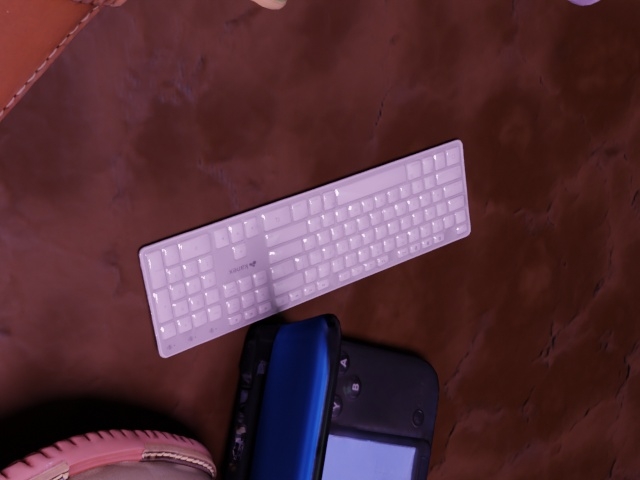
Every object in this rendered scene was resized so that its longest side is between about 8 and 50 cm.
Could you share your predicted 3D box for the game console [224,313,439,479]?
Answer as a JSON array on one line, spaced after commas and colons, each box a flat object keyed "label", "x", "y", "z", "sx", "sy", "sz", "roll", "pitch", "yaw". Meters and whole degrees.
[{"label": "game console", "x": 0.019, "y": 0.204, "z": 0.699, "sx": 0.250, "sy": 0.173, "sz": 0.293, "roll": 17, "pitch": 79, "yaw": -41}]

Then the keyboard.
[{"label": "keyboard", "x": 0.000, "y": 0.000, "z": 0.758, "sx": 0.256, "sy": 0.014, "sz": 0.072, "roll": -21, "pitch": 119, "yaw": -31}]

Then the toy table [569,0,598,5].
[{"label": "toy table", "x": 0.162, "y": -0.287, "z": 0.642, "sx": 0.161, "sy": 0.252, "sz": 0.274, "roll": -32, "pitch": 131, "yaw": -7}]

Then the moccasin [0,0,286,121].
[{"label": "moccasin", "x": -0.065, "y": -0.188, "z": 0.520, "sx": 0.380, "sy": 0.147, "sz": 0.139, "roll": -46, "pitch": 154, "yaw": -2}]

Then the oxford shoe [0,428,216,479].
[{"label": "oxford shoe", "x": -0.159, "y": 0.199, "z": 0.555, "sx": 0.140, "sy": 0.146, "sz": 0.397, "roll": -48, "pitch": 162, "yaw": 26}]
